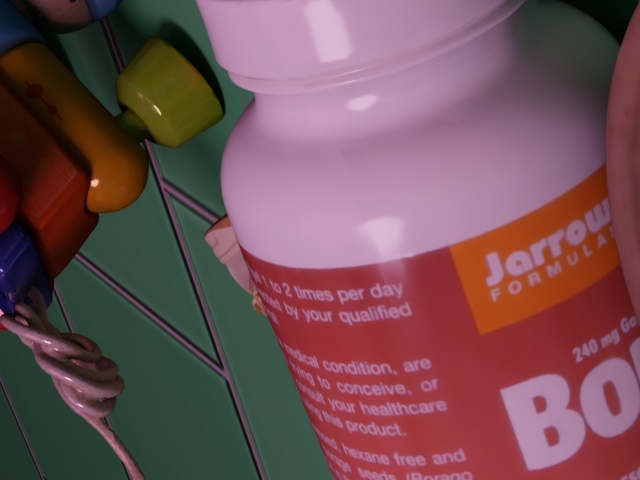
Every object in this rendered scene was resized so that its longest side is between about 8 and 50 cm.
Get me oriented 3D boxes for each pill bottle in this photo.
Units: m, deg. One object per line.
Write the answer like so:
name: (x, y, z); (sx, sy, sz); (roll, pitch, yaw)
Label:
pill bottle: (0.043, 0.008, 0.564); (0.121, 0.121, 0.216); (23, 140, 58)

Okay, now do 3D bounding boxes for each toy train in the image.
toy train: (-0.098, -0.027, 0.831); (0.248, 0.143, 0.105); (45, 164, 21)

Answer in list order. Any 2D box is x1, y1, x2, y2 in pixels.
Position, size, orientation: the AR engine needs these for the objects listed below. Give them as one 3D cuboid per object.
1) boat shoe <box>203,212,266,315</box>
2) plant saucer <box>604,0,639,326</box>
boat shoe: (0.000, 0.000, 0.749); (0.059, 0.063, 0.170); (57, 169, 0)
plant saucer: (0.170, 0.039, 0.411); (0.278, 0.041, 0.278); (45, 155, 27)
